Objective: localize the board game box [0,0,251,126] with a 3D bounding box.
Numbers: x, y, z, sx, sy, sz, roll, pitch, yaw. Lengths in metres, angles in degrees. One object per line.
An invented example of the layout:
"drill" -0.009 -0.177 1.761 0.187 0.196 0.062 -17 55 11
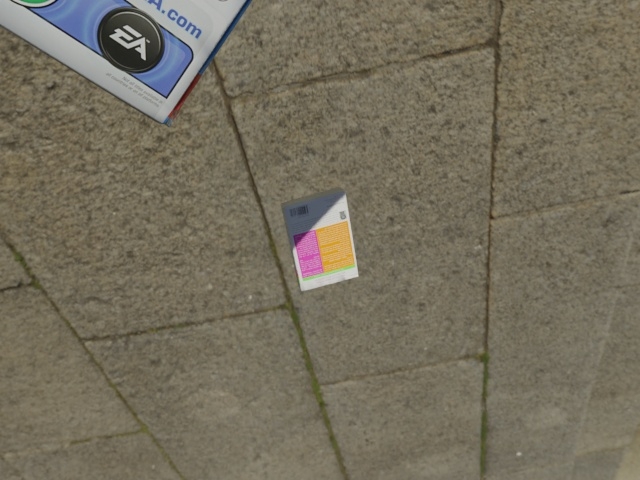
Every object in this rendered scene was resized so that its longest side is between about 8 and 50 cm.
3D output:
"board game box" -0.121 -0.262 0.213 0.308 0.086 0.302 31 109 -32

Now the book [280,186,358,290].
"book" 0.000 0.000 0.772 0.096 0.035 0.144 -16 117 -13
